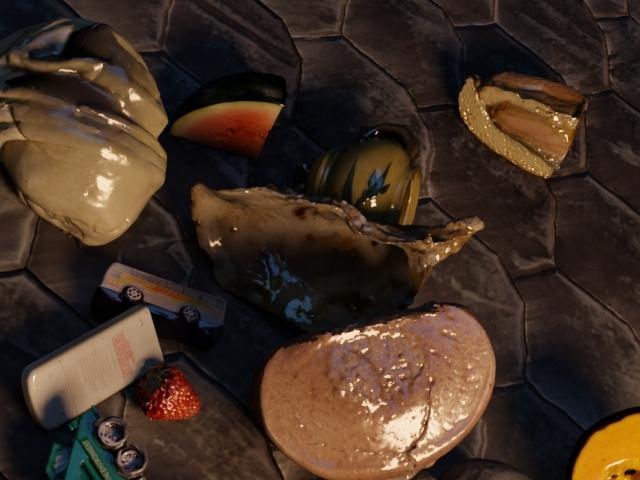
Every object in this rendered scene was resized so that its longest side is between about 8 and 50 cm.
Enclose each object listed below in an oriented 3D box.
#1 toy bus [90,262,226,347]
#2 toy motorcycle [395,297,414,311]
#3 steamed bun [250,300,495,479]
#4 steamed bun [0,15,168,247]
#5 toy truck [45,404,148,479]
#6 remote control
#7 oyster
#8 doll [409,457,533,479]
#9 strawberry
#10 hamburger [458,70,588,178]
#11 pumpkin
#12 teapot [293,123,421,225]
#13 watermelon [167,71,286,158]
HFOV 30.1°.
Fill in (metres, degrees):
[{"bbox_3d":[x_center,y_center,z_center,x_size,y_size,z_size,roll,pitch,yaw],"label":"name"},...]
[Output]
[{"bbox_3d":[-0.210,0.086,1.557,0.172,0.057,0.072,20,41,-10],"label":"toy bus"},{"bbox_3d":[0.077,0.114,1.665,0.106,0.074,0.190,-6,59,-18],"label":"toy motorcycle"},{"bbox_3d":[0.071,0.201,1.470,0.301,0.251,0.199,-15,79,-8],"label":"steamed bun"},{"bbox_3d":[-0.329,-0.171,1.593,0.320,0.206,0.275,42,48,4],"label":"steamed bun"},{"bbox_3d":[-0.237,0.307,1.357,0.116,0.110,0.216,-30,72,-24],"label":"toy truck"},{"bbox_3d":[-0.279,0.156,1.463,0.190,0.029,0.087,-31,118,-37],"label":"remote control"},{"bbox_3d":[0.010,0.025,1.608,0.396,0.204,0.111,11,25,6],"label":"oyster"},{"bbox_3d":[0.122,0.370,1.470,0.340,0.158,0.246,-15,32,-16],"label":"doll"},{"bbox_3d":[-0.189,0.197,1.485,0.083,0.073,0.073,46,41,-34],"label":"strawberry"},{"bbox_3d":[0.331,-0.209,1.991,0.207,0.135,0.155,19,33,7],"label":"hamburger"},{"bbox_3d":[0.441,0.385,1.507,0.242,0.232,0.325,-7,68,16],"label":"pumpkin"},{"bbox_3d":[0.049,-0.079,1.734,0.182,0.173,0.269,13,54,15],"label":"teapot"},{"bbox_3d":[-0.121,-0.210,1.780,0.193,0.137,0.145,-9,50,21],"label":"watermelon"}]
